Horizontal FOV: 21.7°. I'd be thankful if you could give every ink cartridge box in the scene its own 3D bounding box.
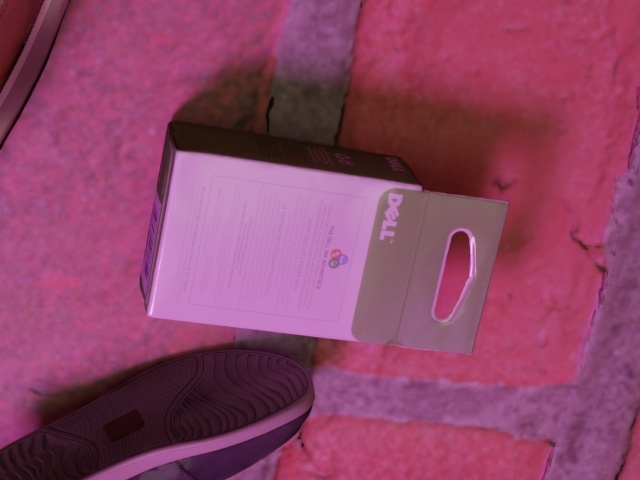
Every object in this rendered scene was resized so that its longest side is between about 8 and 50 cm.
[{"bbox_3d":[0.000,0.000,1.036,0.209,0.062,0.109,8,109,-12],"label":"ink cartridge box"}]

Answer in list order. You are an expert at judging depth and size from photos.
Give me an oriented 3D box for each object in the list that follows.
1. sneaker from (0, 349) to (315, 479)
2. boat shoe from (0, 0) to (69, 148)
[{"bbox_3d":[-0.103,0.154,1.080,0.222,0.083,0.118,-20,131,-9],"label":"sneaker"},{"bbox_3d":[-0.192,-0.137,0.938,0.104,0.111,0.307,27,94,-14],"label":"boat shoe"}]
